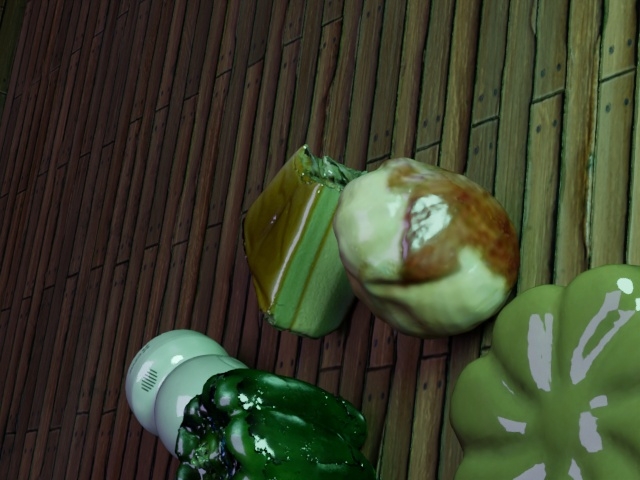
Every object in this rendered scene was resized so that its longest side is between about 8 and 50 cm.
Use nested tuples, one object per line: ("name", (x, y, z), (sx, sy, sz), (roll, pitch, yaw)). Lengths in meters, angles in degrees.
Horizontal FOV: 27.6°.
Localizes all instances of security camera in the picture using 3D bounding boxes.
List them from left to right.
("security camera", (-0.193, 0.267, 2.122), (0.236, 0.194, 0.195), (29, 98, 54))

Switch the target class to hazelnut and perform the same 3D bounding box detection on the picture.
("hazelnut", (0.144, 0.008, 1.742), (0.261, 0.261, 0.241), (-22, 24, 51))

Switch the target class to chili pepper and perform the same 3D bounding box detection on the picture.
("chili pepper", (-0.064, 0.306, 1.840), (0.248, 0.256, 0.233), (-26, 58, 50))

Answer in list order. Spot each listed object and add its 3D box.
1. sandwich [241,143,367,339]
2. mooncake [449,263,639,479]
("sandwich", (0.001, 0.000, 1.989), (0.198, 0.155, 0.227), (-46, 40, 34))
("mooncake", (0.310, 0.210, 1.368), (0.378, 0.200, 0.379), (-31, 50, 46))
